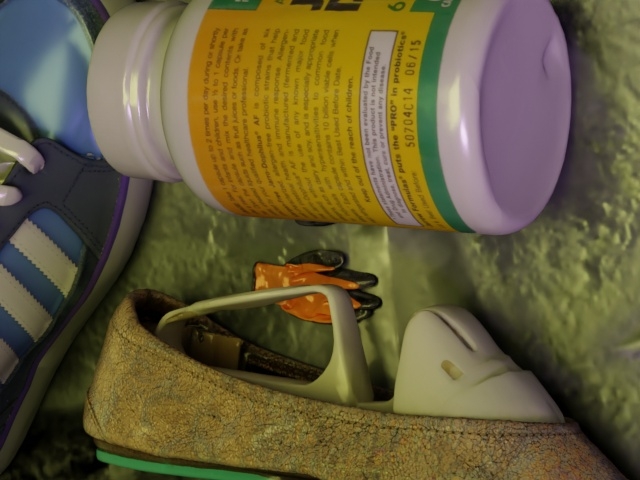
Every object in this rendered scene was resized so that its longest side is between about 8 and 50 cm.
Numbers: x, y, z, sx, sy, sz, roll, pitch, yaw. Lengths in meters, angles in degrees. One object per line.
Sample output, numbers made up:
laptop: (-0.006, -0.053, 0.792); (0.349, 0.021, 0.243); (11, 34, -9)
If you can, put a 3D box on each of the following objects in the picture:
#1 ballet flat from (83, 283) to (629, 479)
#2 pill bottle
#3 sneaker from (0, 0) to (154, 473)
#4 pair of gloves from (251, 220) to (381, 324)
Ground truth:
ballet flat: (0.020, 0.077, 0.898); (0.316, 0.107, 0.106); (8, 91, 27)
pill bottle: (0.000, -0.067, 0.888); (0.208, 0.117, 0.118); (5, 96, 30)
sneaker: (-0.216, 0.013, 0.946); (0.130, 0.236, 0.323); (30, 108, 24)
pair of gloves: (0.000, 0.000, 0.954); (0.074, 0.010, 0.083); (12, 99, 28)
